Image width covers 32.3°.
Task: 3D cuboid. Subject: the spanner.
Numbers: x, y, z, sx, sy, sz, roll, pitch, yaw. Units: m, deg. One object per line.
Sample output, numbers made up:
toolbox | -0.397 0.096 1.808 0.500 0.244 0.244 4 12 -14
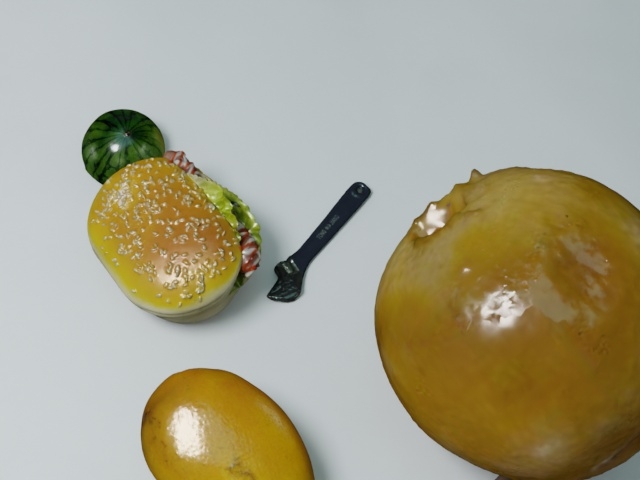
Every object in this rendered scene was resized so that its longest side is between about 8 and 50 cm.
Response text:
spanner | 0.000 0.000 1.342 0.046 0.012 0.208 32 59 13

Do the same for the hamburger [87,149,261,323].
hamburger | -0.168 -0.005 1.265 0.173 0.116 0.210 -30 65 -20

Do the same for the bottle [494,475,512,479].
bottle | 0.229 0.304 1.147 0.140 0.053 0.053 41 62 19

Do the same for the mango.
mango | -0.089 0.226 1.134 0.219 0.112 0.145 45 62 8

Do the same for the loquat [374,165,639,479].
loquat | 0.217 0.086 1.140 0.328 0.328 0.329 3 57 -5

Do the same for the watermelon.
watermelon | -0.243 -0.120 1.362 0.105 0.062 0.106 2 66 -5
